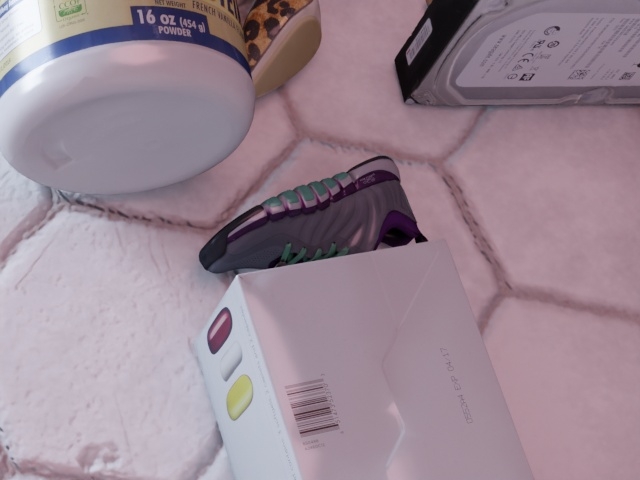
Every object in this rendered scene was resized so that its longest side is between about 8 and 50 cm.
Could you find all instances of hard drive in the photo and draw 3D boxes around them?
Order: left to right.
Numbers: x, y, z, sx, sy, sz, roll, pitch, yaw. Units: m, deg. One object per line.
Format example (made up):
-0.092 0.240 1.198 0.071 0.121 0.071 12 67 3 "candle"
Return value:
0.269 -0.212 1.639 0.338 0.237 0.064 -3 66 -22 "hard drive"

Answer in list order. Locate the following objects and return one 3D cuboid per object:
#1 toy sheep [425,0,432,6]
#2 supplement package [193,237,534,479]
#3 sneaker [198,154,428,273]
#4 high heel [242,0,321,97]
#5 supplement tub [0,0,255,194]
0.172 -0.266 1.722 0.132 0.091 0.091 -22 71 -1 "toy sheep"
0.036 0.158 1.418 0.204 0.145 0.262 -9 67 -24 "supplement package"
0.000 0.000 1.526 0.223 0.083 0.098 -24 79 -29 "sneaker"
-0.077 -0.251 1.642 0.186 0.093 0.261 28 65 17 "high heel"
-0.191 -0.224 1.484 0.228 0.228 0.316 -2 65 -21 "supplement tub"
